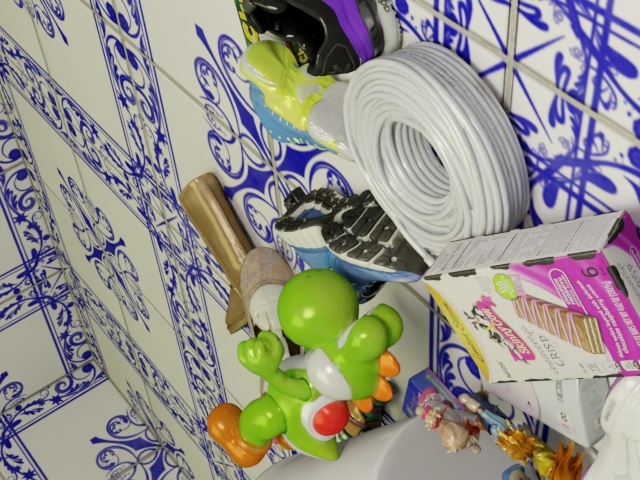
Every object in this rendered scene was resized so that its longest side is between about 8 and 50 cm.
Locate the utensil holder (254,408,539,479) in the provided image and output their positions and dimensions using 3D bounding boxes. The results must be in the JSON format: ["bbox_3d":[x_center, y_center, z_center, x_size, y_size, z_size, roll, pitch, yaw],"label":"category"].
[{"bbox_3d":[0.098,0.434,1.578,0.328,0.327,0.385,58,141,3],"label":"utensil holder"}]

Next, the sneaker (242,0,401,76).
[{"bbox_3d":[-0.038,-0.315,1.243,0.293,0.146,0.102,57,157,5],"label":"sneaker"}]

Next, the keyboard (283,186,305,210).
[{"bbox_3d":[0.000,0.000,1.718,0.180,0.023,0.108,57,157,3],"label":"keyboard"}]

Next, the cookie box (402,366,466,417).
[{"bbox_3d":[0.172,0.259,1.655,0.092,0.040,0.107,48,155,26],"label":"cookie box"}]

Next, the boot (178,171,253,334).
[{"bbox_3d":[-0.182,0.027,2.058,0.270,0.089,0.236,57,147,6],"label":"boot"}]

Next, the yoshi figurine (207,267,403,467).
[{"bbox_3d":[-0.026,0.161,1.492,0.203,0.204,0.362,25,136,-17],"label":"yoshi figurine"}]

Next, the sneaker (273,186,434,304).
[{"bbox_3d":[0.067,0.014,1.503,0.147,0.130,0.330,52,164,-23],"label":"sneaker"}]

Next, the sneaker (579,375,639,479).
[{"bbox_3d":[0.364,0.262,1.162,0.152,0.114,0.305,42,152,37],"label":"sneaker"}]

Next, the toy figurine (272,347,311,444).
[{"bbox_3d":[-0.045,0.302,2.006,0.173,0.159,0.130,64,157,-10],"label":"toy figurine"}]

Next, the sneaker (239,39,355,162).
[{"bbox_3d":[-0.008,-0.164,1.436,0.240,0.091,0.126,44,157,18],"label":"sneaker"}]

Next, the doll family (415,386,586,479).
[{"bbox_3d":[0.244,0.258,1.364,0.263,0.118,0.163,42,-177,-13],"label":"doll family"}]

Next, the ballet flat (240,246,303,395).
[{"bbox_3d":[-0.071,0.168,1.892,0.106,0.107,0.316,-140,38,-79],"label":"ballet flat"}]

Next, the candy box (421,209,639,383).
[{"bbox_3d":[0.240,0.066,1.121,0.233,0.071,0.159,-12,119,49],"label":"candy box"}]

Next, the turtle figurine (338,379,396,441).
[{"bbox_3d":[0.054,0.304,1.860,0.175,0.118,0.234,32,132,18],"label":"turtle figurine"}]

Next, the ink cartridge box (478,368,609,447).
[{"bbox_3d":[0.252,0.115,1.296,0.189,0.066,0.232,27,146,52],"label":"ink cartridge box"}]

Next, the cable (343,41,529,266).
[{"bbox_3d":[0.131,-0.100,1.237,0.257,0.089,0.257,49,154,23],"label":"cable"}]

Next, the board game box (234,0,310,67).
[{"bbox_3d":[-0.073,-0.315,1.474,0.136,0.030,0.260,33,146,50],"label":"board game box"}]
